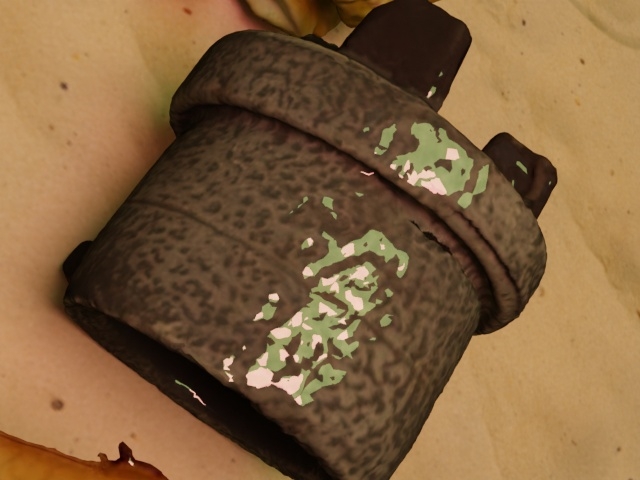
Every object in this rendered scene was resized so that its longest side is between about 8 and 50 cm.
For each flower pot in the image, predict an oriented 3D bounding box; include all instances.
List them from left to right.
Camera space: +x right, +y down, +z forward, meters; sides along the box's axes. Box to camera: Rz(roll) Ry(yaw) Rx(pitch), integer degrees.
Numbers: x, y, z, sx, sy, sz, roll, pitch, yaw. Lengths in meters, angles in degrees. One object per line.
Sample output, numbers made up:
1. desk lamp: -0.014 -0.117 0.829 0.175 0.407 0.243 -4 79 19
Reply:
1. flower pot: 0.000 0.000 0.815 0.299 0.299 0.283 40 73 -22

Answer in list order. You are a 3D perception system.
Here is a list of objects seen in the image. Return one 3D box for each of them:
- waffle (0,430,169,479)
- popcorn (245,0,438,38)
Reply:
1. waffle: -0.268 0.201 0.582 0.348 0.077 0.304 19 62 13
2. popcorn: 0.012 -0.289 0.908 0.225 0.276 0.276 -4 81 1
